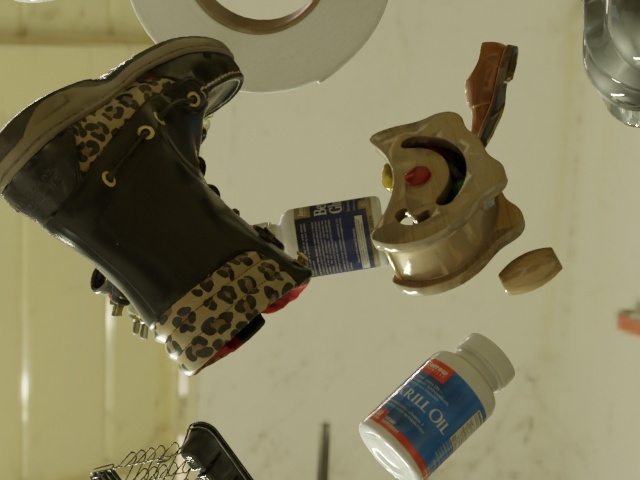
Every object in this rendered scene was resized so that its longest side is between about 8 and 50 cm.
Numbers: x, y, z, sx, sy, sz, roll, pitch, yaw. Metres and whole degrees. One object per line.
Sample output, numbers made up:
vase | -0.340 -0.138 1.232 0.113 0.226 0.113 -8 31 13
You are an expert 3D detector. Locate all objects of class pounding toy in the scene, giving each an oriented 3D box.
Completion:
pounding toy | 0.136 -0.004 1.442 0.154 0.155 0.269 -28 -144 -1

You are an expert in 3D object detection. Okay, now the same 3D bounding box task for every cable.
cable | -0.277 0.003 2.125 0.072 0.287 0.139 11 -169 -45

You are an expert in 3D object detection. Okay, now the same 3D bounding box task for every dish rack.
dish rack | -0.236 0.412 2.213 0.271 0.208 0.074 -18 -156 35

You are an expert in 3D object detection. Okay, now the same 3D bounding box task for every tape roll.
tape roll | -0.087 -0.400 1.936 0.392 0.392 0.072 3 -159 4

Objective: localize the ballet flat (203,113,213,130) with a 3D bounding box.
ballet flat | -0.193 -0.189 2.067 0.070 0.070 0.188 5 -135 10

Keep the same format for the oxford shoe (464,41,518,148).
oxford shoe | 0.287 -0.249 2.421 0.076 0.212 0.076 17 -175 19

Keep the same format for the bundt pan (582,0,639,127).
bundt pan | 0.375 -0.161 1.179 0.331 0.124 0.331 12 164 4

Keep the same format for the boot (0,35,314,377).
boot | -0.125 -0.043 1.331 0.284 0.138 0.377 47 -150 5

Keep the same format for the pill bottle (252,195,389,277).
pill bottle | 0.000 0.000 1.766 0.169 0.094 0.094 -9 -169 3

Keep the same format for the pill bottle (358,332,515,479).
pill bottle | 0.172 0.236 1.961 0.221 0.124 0.124 -42 -150 -19

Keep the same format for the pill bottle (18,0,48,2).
pill bottle | -0.275 -0.376 1.240 0.161 0.283 0.161 -13 -144 10
